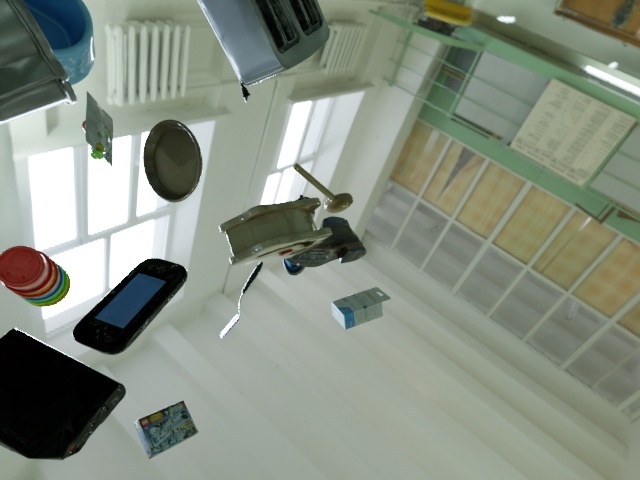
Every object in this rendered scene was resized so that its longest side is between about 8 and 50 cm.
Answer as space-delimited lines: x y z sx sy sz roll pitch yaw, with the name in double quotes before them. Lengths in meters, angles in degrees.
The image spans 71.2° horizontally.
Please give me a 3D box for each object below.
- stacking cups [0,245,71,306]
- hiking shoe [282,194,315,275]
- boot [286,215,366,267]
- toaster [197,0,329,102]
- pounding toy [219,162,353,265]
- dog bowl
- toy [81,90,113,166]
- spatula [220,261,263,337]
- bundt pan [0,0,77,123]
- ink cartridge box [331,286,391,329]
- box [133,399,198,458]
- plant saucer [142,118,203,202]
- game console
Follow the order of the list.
"stacking cups" -0.512 0.059 0.805 0.095 0.316 0.096 7 -106 -25
"hiking shoe" -0.097 -0.018 1.663 0.113 0.304 0.132 8 -177 14
"boot" 0.000 0.000 1.077 0.219 0.082 0.106 -1 -126 -34
"toaster" -0.088 -0.360 0.741 0.110 0.186 0.168 0 -142 41
"pounding toy" -0.076 -0.049 0.881 0.269 0.154 0.155 -12 -101 -42
"dog bowl" -0.478 -0.353 0.650 0.297 0.074 0.166 28 -119 -28
"toy" -0.751 -0.363 1.485 0.056 0.137 0.237 -21 -120 2
"spatula" -0.271 0.206 1.554 0.030 0.297 0.084 25 178 -14
"bundt pan" -0.400 -0.252 0.432 0.124 0.331 0.330 -41 -115 -19
"ink cartridge box" 0.139 0.225 1.504 0.180 0.060 0.104 -15 -156 -18
"box" -0.382 0.468 1.114 0.137 0.027 0.094 -4 -123 -56
"plant saucer" -0.501 -0.269 1.527 0.277 0.278 0.041 37 -156 20
"game console" -0.364 0.150 0.709 0.213 0.044 0.361 20 -134 14
